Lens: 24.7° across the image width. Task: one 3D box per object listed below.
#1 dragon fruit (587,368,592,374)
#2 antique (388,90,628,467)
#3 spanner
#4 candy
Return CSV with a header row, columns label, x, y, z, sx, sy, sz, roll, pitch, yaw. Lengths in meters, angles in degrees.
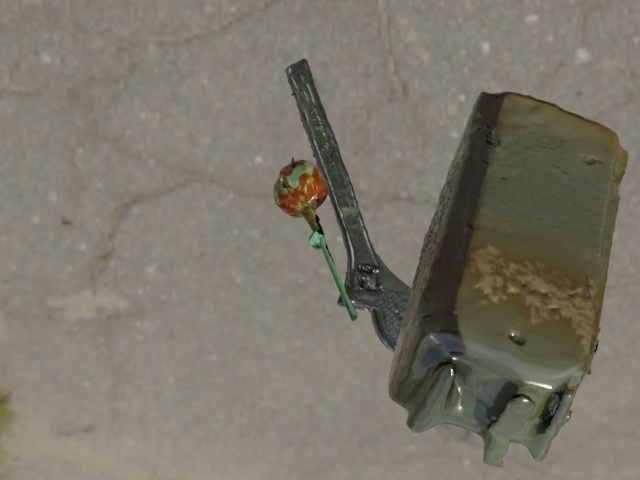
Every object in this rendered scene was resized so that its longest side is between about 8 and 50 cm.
label,x,y,z,sx,sy,sz,roll,pitch,yaw
dragon fruit,0.237,0.124,1.540,0.102,0.096,0.147,-30,121,-4
antique,0.133,0.032,1.047,0.125,0.284,0.150,19,129,1
spanner,0.028,-0.038,1.524,0.093,0.325,0.026,-14,172,-33
candy,0.000,0.000,1.307,0.049,0.184,0.055,-1,138,-26
